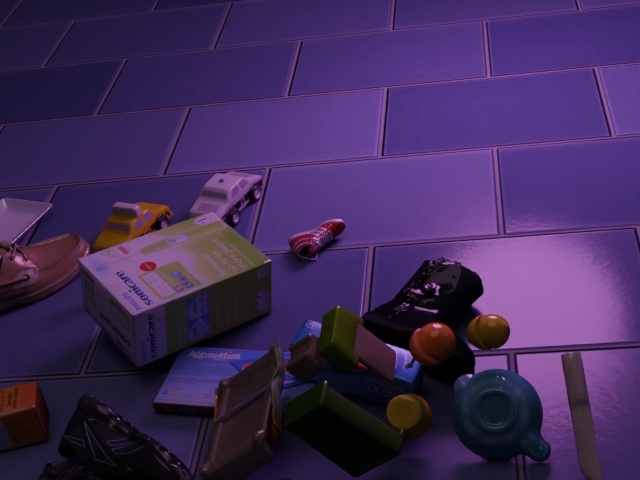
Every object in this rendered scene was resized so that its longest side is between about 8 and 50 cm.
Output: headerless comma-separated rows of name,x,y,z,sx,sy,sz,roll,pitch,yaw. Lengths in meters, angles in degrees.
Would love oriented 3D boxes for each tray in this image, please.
tray,-0.701,-0.002,2.292,0.145,0.030,0.270,8,38,24

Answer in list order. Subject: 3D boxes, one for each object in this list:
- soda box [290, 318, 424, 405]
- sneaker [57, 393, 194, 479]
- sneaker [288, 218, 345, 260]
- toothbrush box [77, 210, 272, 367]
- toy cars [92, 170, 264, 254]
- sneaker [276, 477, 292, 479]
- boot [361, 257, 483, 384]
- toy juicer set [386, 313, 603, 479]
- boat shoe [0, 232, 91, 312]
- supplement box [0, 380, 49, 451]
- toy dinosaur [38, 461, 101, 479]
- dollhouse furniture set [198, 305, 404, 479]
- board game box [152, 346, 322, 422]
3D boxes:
soda box,0.058,0.200,1.722,0.210,0.071,0.067,16,41,17
sneaker,-0.301,0.339,1.654,0.267,0.101,0.106,23,68,38
sneaker,0.000,0.000,2.085,0.118,0.042,0.067,-22,31,-4
toothbrush box,-0.257,0.081,1.922,0.283,0.122,0.206,-22,40,-29
toy cars,-0.295,-0.070,2.228,0.393,0.087,0.176,-20,35,-13
sneaker,-0.093,0.407,1.511,0.089,0.051,0.170,-6,31,15
boot,0.210,0.123,1.801,0.207,0.094,0.246,-38,36,-29
toy juicer set,0.271,0.221,1.595,0.328,0.089,0.209,11,77,16
boat shoe,-0.609,0.062,2.100,0.341,0.110,0.121,-31,39,-27
supplement box,-0.571,0.306,1.765,0.233,0.080,0.078,-15,32,-3
toy dinosaur,-0.381,0.430,1.484,0.321,0.164,0.218,26,62,13
dollhouse furniture set,-0.028,0.265,1.625,0.301,0.151,0.198,-36,29,35
board game box,-0.124,0.239,1.786,0.281,0.027,0.145,2,37,17
